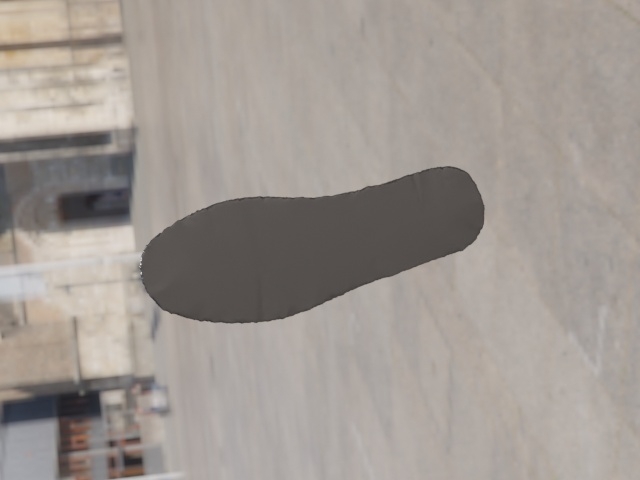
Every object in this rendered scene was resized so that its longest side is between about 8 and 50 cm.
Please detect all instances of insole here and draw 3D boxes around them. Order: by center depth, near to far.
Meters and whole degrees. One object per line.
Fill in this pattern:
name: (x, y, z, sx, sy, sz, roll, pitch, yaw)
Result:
insole: (0.000, 0.000, 0.524, 0.002, 0.153, 0.053, 180, 75, -70)
